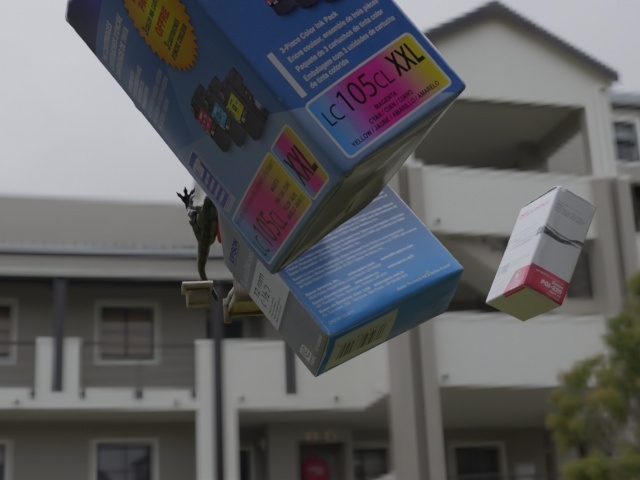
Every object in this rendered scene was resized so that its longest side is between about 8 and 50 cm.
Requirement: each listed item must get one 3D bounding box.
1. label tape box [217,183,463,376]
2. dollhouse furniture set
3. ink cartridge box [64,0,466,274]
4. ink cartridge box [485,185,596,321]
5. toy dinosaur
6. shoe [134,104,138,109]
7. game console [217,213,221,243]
[{"bbox_3d":[0.000,0.000,1.797,0.249,0.348,0.115,-24,-32,-30],"label":"label tape box"},{"bbox_3d":[-0.061,0.039,2.011,0.355,0.174,0.303,-2,-14,-11],"label":"dollhouse furniture set"},{"bbox_3d":[-0.086,-0.194,1.103,0.151,0.395,0.270,-35,-7,-23],"label":"ink cartridge box"},{"bbox_3d":[0.410,0.026,2.289,0.092,0.218,0.158,26,-21,-10],"label":"ink cartridge box"},{"bbox_3d":[-0.214,-0.026,2.233,0.064,0.118,0.268,-12,-49,-22],"label":"toy dinosaur"},{"bbox_3d":[-0.183,-0.240,1.746,0.178,0.063,0.081,-51,-47,4],"label":"shoe"},{"bbox_3d":[-0.135,-0.064,2.387,0.144,0.085,0.124,-5,29,47],"label":"game console"}]
